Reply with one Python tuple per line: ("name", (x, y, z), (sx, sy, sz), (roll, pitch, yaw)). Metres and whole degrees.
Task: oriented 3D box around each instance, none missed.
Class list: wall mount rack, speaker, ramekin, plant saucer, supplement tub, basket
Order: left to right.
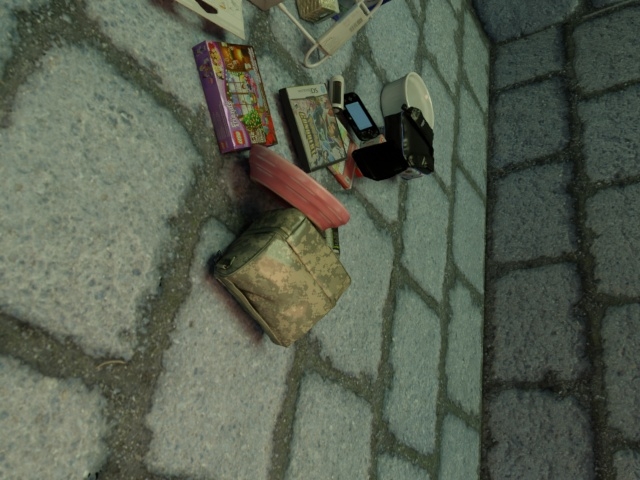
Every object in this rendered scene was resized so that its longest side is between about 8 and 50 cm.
("plant saucer", (-0.072, -0.131, 1.534), (0.084, 0.332, 0.332), (-54, 133, -4))
("basket", (-0.021, -0.863, 1.951), (0.103, 0.113, 0.167), (-18, 95, -54))
("supplement tub", (0.000, 0.000, 1.726), (0.117, 0.117, 0.191), (11, 71, -54))
("wall mount rack", (0.029, -0.753, 1.846), (0.130, 0.350, 0.304), (54, 16, 17))
("speaker", (0.057, -0.528, 2.019), (0.055, 0.055, 0.136), (27, 59, -49))
("ramekin", (0.377, -0.579, 2.430), (0.277, 0.135, 0.277), (21, 64, -52))

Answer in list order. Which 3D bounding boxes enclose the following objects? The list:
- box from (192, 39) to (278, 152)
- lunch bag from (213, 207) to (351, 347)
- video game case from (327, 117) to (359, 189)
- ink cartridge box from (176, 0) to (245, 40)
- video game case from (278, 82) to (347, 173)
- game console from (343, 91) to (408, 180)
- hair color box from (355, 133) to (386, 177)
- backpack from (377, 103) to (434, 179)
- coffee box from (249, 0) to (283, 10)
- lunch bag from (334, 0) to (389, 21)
("box", (-0.231, -0.398, 1.556), (0.201, 0.057, 0.294), (-22, 99, -55))
("lunch bag", (-0.108, 0.096, 1.458), (0.256, 0.212, 0.305), (-51, 121, -32))
("video game case", (0.044, -0.343, 1.972), (0.285, 0.025, 0.204), (44, 47, -40))
("ink cartridge box", (-0.329, -0.699, 1.492), (0.296, 0.066, 0.261), (11, 71, -54))
("video game case", (-0.017, -0.376, 1.839), (0.248, 0.035, 0.275), (-29, 104, -54))
("game console", (0.167, -0.384, 2.040), (0.213, 0.044, 0.361), (-22, 78, -40))
("hair color box", (0.190, -0.322, 2.119), (0.053, 0.093, 0.167), (50, 44, -36))
("backpack", (0.347, -0.365, 2.260), (0.263, 0.213, 0.277), (19, 72, -43))
("coffee box", (-0.188, -0.864, 1.717), (0.141, 0.098, 0.247), (15, 69, -53))
("lunch bag", (0.173, -1.044, 2.043), (0.239, 0.385, 0.328), (19, 66, -53))
